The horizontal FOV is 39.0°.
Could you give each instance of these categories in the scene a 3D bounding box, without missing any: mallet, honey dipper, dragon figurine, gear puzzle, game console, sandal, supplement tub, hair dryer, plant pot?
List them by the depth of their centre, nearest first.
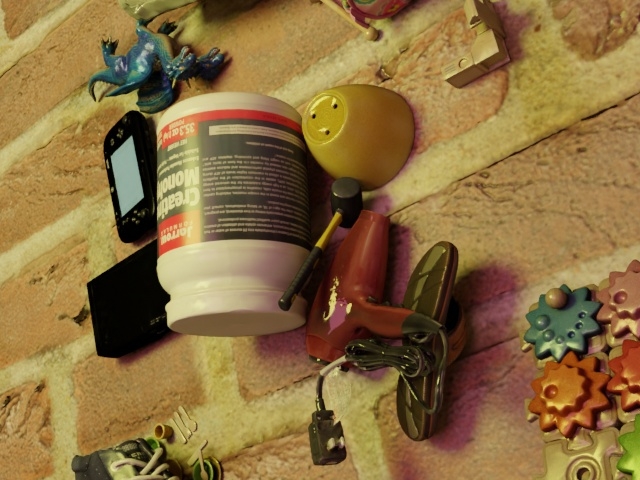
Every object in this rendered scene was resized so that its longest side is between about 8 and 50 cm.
[{"bbox_3d":[0.260,0.169,0.813,0.175,0.044,0.339,-24,45,32],"label":"gear puzzle"},{"bbox_3d":[0.129,0.110,0.985,0.090,0.060,0.220,-175,89,-71],"label":"sandal"},{"bbox_3d":[0.067,0.091,1.005,0.223,0.080,0.294,-39,43,35],"label":"hair dryer"},{"bbox_3d":[0.000,0.000,1.050,0.039,0.062,0.190,18,47,19],"label":"mallet"},{"bbox_3d":[0.033,-0.135,1.100,0.134,0.095,0.134,-9,74,36],"label":"plant pot"},{"bbox_3d":[-0.107,-0.029,1.122,0.191,0.191,0.272,-15,70,35],"label":"supplement tub"},{"bbox_3d":[0.022,-0.306,1.195,0.161,0.030,0.030,45,107,31],"label":"honey dipper"},{"bbox_3d":[-0.279,-0.020,1.349,0.213,0.044,0.361,-30,62,29],"label":"game console"},{"bbox_3d":[-0.274,-0.248,1.372,0.289,0.085,0.144,-25,64,30],"label":"dragon figurine"}]

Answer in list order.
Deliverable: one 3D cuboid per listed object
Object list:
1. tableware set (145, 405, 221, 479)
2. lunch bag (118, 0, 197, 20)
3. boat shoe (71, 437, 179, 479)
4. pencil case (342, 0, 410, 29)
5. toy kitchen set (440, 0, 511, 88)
[{"bbox_3d":[-0.187,0.306,1.212,0.104,0.024,0.154,-53,54,16],"label":"tableware set"},{"bbox_3d":[-0.161,-0.451,1.273,0.235,0.169,0.287,-8,66,36],"label":"lunch bag"},{"bbox_3d":[-0.212,0.328,1.124,0.340,0.127,0.158,-17,81,44],"label":"boat shoe"},{"bbox_3d":[0.034,-0.407,1.149,0.124,0.124,0.284,-37,61,26],"label":"pencil case"},{"bbox_3d":[0.163,-0.237,1.040,0.075,0.068,0.083,-25,64,31],"label":"toy kitchen set"}]
